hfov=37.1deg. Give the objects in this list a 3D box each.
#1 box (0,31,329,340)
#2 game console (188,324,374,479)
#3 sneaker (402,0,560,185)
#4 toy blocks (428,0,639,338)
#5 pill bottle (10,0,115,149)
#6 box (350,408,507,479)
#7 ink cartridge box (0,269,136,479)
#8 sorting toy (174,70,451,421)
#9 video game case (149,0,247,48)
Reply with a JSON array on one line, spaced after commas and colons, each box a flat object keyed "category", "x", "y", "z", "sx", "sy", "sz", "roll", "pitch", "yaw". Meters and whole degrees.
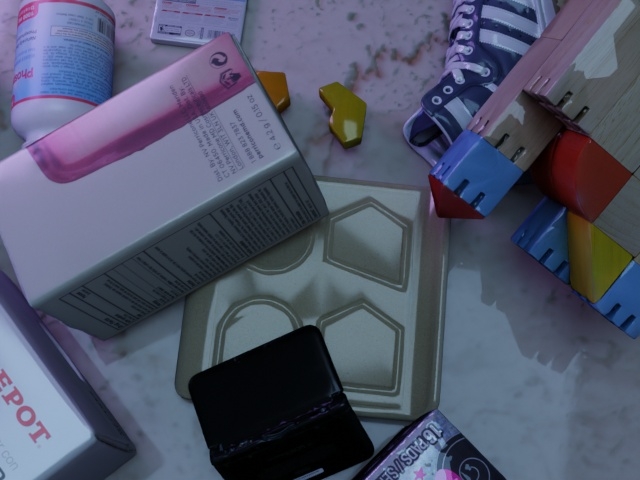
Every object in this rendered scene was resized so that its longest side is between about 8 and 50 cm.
[{"category": "box", "x": -0.129, "y": -0.037, "z": 0.780, "sx": 0.232, "sy": 0.148, "sz": 0.126, "roll": -29, "pitch": 71, "yaw": 0}, {"category": "game console", "x": -0.032, "y": 0.148, "z": 0.796, "sx": 0.122, "sy": 0.107, "sz": 0.071, "roll": -24, "pitch": 35, "yaw": 6}, {"category": "sneaker", "x": 0.138, "y": -0.178, "z": 0.880, "sx": 0.153, "sy": 0.099, "sz": 0.282, "roll": -14, "pitch": 78, "yaw": -8}, {"category": "toy blocks", "x": 0.274, "y": -0.046, "z": 0.779, "sx": 0.381, "sy": 0.191, "sz": 0.261, "roll": 36, "pitch": 97, "yaw": -16}, {"category": "pill bottle", "x": -0.231, "y": -0.136, "z": 0.858, "sx": 0.087, "sy": 0.087, "sz": 0.160, "roll": 0, "pitch": 74, "yaw": -2}, {"category": "box", "x": 0.040, "y": 0.268, "z": 0.716, "sx": 0.247, "sy": 0.163, "sz": 0.142, "roll": -43, "pitch": 81, "yaw": -13}, {"category": "ink cartridge box", "x": -0.313, "y": 0.161, "z": 0.714, "sx": 0.270, "sy": 0.197, "sz": 0.198, "roll": -38, "pitch": 79, "yaw": -11}, {"category": "sorting toy", "x": 0.000, "y": 0.000, "z": 0.859, "sx": 0.229, "sy": 0.041, "sz": 0.307, "roll": 5, "pitch": 74, "yaw": 4}, {"category": "video game case", "x": -0.114, "y": -0.245, "z": 0.933, "sx": 0.087, "sy": 0.011, "sz": 0.122, "roll": 7, "pitch": 74, "yaw": 0}]
